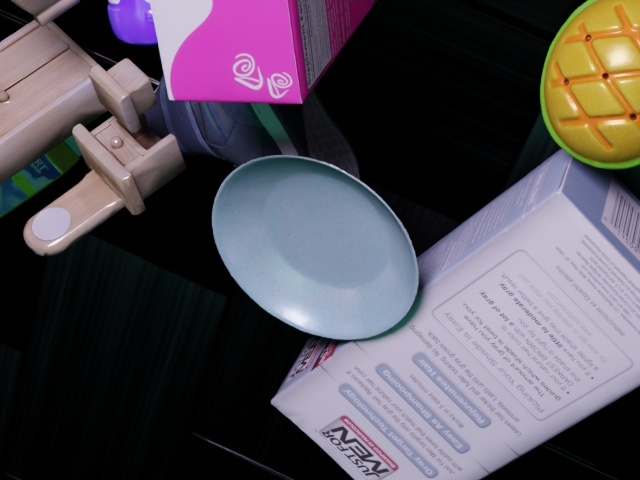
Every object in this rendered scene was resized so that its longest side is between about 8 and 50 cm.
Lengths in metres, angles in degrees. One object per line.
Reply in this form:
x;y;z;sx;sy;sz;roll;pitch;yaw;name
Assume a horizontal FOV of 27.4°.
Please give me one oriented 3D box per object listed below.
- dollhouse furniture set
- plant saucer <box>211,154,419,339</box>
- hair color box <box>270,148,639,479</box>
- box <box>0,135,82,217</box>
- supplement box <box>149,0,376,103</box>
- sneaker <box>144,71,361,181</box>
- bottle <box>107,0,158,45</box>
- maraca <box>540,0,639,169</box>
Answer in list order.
-0.291;-0.190;1.039;0.303;0.174;0.355;43;162;29;dollhouse furniture set
0.000;0.000;1.140;0.195;0.037;0.195;16;131;19;plant saucer
0.150;0.094;1.201;0.185;0.113;0.374;45;125;-9;hair color box
-0.324;-0.086;1.314;0.178;0.042;0.109;-29;107;33;box
-0.037;-0.202;1.020;0.111;0.220;0.114;4;121;19;supplement box
-0.064;-0.078;1.198;0.163;0.086;0.226;-4;127;33;sneaker
-0.135;-0.303;1.053;0.092;0.118;0.283;-4;106;-2;bottle
0.244;-0.145;1.027;0.127;0.099;0.186;29;107;19;maraca
